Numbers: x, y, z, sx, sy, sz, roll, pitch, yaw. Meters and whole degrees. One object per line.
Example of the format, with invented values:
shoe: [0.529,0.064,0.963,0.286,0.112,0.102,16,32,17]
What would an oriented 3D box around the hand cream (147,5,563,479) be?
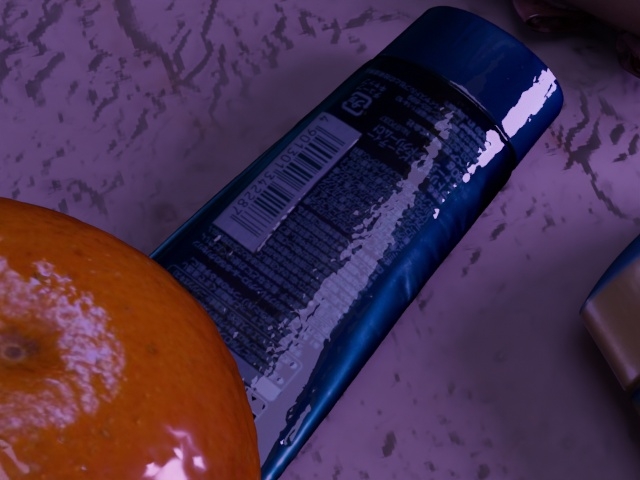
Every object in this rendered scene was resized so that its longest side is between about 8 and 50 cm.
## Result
hand cream: [0.000,0.000,0.666,0.120,0.061,0.270,37,66,16]

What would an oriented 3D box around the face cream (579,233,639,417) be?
face cream: [0.225,0.097,0.625,0.139,0.067,0.285,-19,64,-19]

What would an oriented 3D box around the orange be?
orange: [-0.132,0.089,0.521,0.224,0.170,0.224,11,45,-12]

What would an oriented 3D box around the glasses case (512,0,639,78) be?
glasses case: [0.158,-0.139,0.770,0.193,0.070,0.102,29,32,12]
